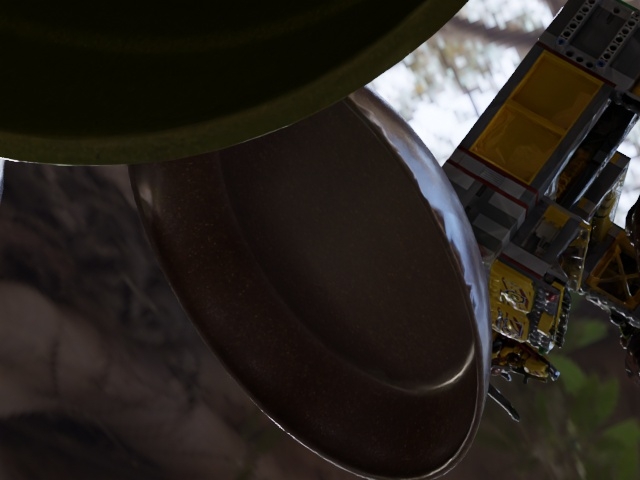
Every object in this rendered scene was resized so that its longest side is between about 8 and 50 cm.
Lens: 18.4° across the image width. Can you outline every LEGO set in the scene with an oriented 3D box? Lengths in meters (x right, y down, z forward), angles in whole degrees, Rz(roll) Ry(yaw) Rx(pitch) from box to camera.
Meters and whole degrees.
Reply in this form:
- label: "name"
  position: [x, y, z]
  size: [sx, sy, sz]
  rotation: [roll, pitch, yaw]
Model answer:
- label: "LEGO set"
  position: [0.163, 0.038, 1.060]
  size: [0.255, 0.331, 0.192]
  rotation: [35, -111, 9]

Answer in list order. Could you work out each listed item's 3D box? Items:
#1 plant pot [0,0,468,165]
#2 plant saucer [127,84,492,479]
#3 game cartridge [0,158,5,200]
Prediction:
- label: "plant pot"
  position: [-0.043, -0.260, 0.689]
  size: [0.366, 0.366, 0.353]
  rotation: [-5, -158, 20]
- label: "plant saucer"
  position: [0.000, 0.000, 0.758]
  size: [0.036, 0.198, 0.198]
  rotation: [-34, -133, -31]
- label: "game cartridge"
  position: [-0.179, -0.044, 0.886]
  size: [0.060, 0.294, 0.196]
  rotation: [5, -122, -5]
